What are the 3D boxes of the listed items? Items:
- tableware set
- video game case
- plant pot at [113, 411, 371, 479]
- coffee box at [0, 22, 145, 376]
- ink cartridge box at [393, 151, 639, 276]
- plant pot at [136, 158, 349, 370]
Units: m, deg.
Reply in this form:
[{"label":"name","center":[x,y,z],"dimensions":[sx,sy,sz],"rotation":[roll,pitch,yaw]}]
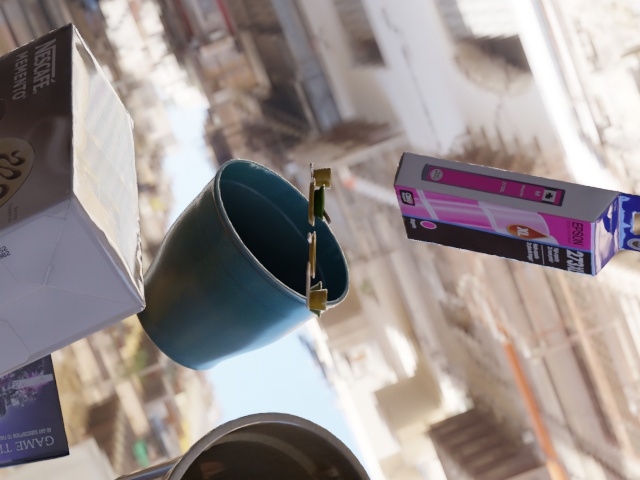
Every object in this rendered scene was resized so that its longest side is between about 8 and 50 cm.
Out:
[{"label":"tableware set","center":[0.000,0.000,1.530],"dimensions":[0.024,0.154,0.104],"rotation":[1,173,2]},{"label":"video game case","center":[-0.397,0.127,1.722],"dimensions":[0.196,0.274,0.026],"rotation":[-4,169,-45]},{"label":"plant pot","center":[-0.140,0.384,1.830],"dimensions":[0.334,0.333,0.305],"rotation":[-30,-170,-36]},{"label":"coffee box","center":[-0.243,-0.035,1.213],"dimensions":[0.168,0.119,0.297],"rotation":[-25,-147,8]},{"label":"ink cartridge box","center":[0.294,-0.030,2.128],"dimensions":[0.371,0.175,0.069],"rotation":[9,-115,15]},{"label":"plant pot","center":[-0.140,0.059,2.297],"dimensions":[0.255,0.271,0.271],"rotation":[-40,-178,25]}]
